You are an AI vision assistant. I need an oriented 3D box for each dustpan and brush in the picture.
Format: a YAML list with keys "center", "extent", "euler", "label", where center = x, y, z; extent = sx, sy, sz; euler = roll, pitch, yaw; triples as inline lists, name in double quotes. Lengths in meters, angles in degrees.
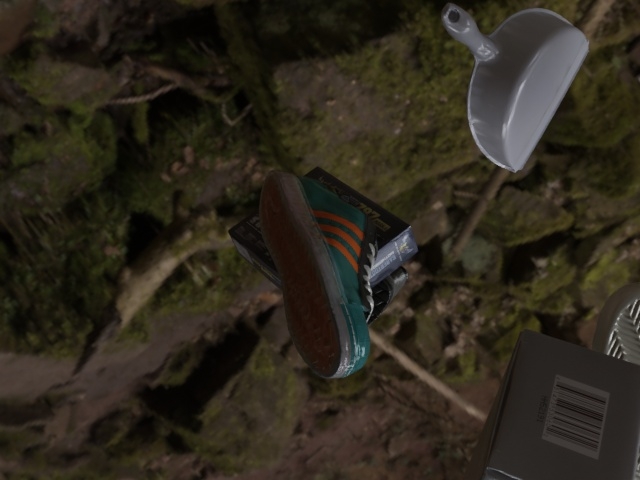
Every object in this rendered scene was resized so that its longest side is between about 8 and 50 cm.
- center: [0.160, -0.154, 0.767]
  extent: [0.147, 0.060, 0.211]
  euler: [-61, 154, 5]
  label: "dustpan and brush"

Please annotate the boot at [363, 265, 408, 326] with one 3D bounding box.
- center: [0.083, 0.079, 1.402]
  extent: [0.161, 0.083, 0.246]
  euler: [-36, 170, -34]
  label: "boot"

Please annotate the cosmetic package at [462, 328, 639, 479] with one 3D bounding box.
- center: [0.163, 0.192, 0.676]
  extent: [0.238, 0.107, 0.127]
  euler: [98, 13, -49]
  label: "cosmetic package"

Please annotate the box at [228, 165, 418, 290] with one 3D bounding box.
- center: [0.000, 0.000, 1.293]
  extent: [0.183, 0.233, 0.059]
  euler: [-38, 134, -16]
  label: "box"

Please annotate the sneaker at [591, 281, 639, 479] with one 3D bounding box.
- center: [0.362, 0.205, 1.021]
  extent: [0.131, 0.350, 0.148]
  euler: [-11, -165, -3]
  label: "sneaker"

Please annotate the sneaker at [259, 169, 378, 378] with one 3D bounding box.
- center: [0.020, 0.026, 0.968]
  extent: [0.121, 0.302, 0.108]
  euler: [4, 129, -21]
  label: "sneaker"
